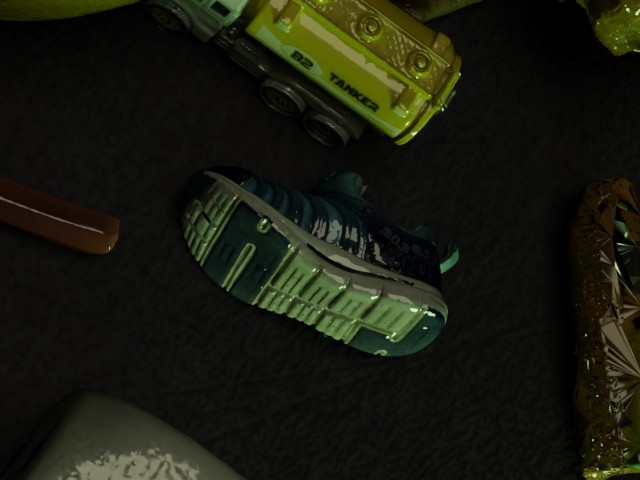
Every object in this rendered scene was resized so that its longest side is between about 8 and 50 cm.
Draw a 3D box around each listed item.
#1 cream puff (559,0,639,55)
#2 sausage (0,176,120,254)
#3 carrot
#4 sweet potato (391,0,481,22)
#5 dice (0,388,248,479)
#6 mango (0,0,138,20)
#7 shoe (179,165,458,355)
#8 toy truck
[{"bbox_3d":[0.256,-0.245,1.198,0.244,0.196,0.244,5,77,-22],"label":"cream puff"},{"bbox_3d":[-0.207,-0.024,1.066,0.147,0.035,0.030,21,77,-14],"label":"sausage"},{"bbox_3d":[0.219,0.068,1.198,0.069,0.069,0.228,3,80,-20],"label":"carrot"},{"bbox_3d":[0.097,-0.191,1.208,0.153,0.041,0.038,-27,73,-36],"label":"sweet potato"},{"bbox_3d":[-0.130,0.217,0.967,0.193,0.192,0.194,37,68,-9],"label":"dice"},{"bbox_3d":[-0.169,-0.228,1.019,0.329,0.175,0.176,3,103,0],"label":"mango"},{"bbox_3d":[0.000,0.000,1.123,0.207,0.091,0.106,24,50,-11],"label":"shoe"},{"bbox_3d":[-0.011,-0.158,1.123,0.227,0.114,0.098,35,70,-11],"label":"toy truck"}]
